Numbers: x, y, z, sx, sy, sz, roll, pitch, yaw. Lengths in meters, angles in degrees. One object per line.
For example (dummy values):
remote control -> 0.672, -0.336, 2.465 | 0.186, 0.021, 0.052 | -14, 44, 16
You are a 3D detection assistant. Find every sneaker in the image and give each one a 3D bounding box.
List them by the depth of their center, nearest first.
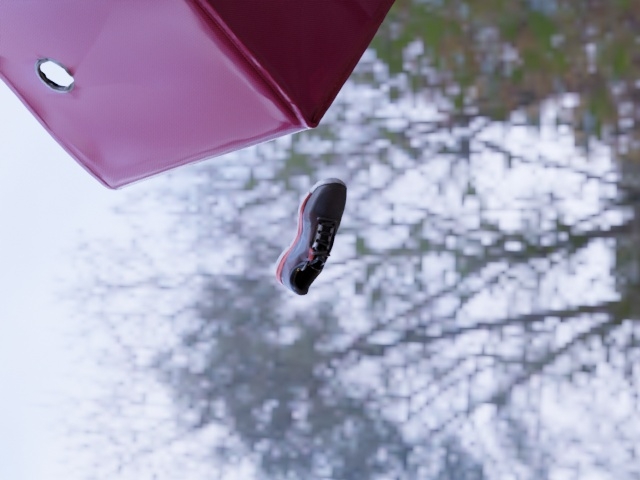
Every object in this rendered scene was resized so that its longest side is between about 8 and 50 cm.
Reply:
sneaker -> 0.000, 0.000, 2.363 | 0.061, 0.065, 0.158 | 11, -68, -31

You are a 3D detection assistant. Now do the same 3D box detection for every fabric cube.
fabric cube -> -0.110, -0.229, 1.542 | 0.254, 0.258, 0.259 | 49, -128, -23
